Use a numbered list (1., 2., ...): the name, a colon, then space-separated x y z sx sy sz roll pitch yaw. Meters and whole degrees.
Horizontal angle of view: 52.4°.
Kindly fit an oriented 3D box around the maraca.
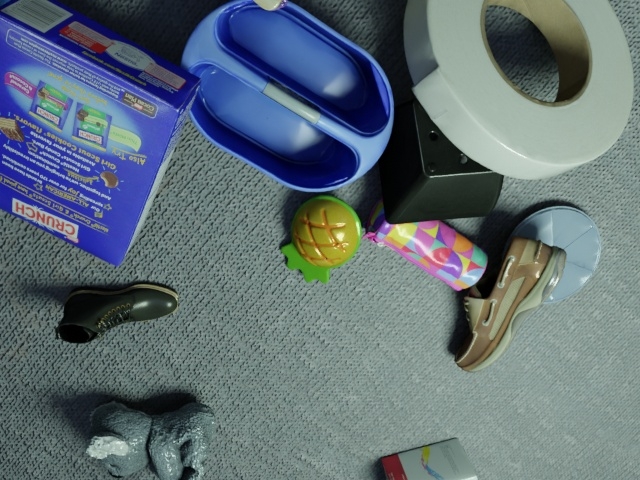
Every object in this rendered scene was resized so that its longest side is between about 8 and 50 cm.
1. maraca: 0.000 0.000 1.155 0.127 0.099 0.186 38 125 7

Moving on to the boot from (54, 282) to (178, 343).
1. boot: -0.352 0.137 1.135 0.197 0.137 0.077 -5 111 -7

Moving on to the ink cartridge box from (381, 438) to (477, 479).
1. ink cartridge box: 0.235 0.522 1.363 0.176 0.127 0.128 -15 111 -3

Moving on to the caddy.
1. caddy: -0.051 -0.227 1.017 0.341 0.179 0.241 28 105 -17

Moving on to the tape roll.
1. tape roll: 0.306 -0.285 0.985 0.391 0.072 0.392 6 74 -23

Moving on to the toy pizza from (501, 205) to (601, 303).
1. toy pizza: 0.444 0.027 1.257 0.201 0.032 0.201 -3 110 -8

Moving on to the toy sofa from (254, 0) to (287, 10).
1. toy sofa: -0.162 -0.472 0.897 0.362 0.150 0.177 27 106 -6

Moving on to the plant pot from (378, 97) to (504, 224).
1. plant pot: 0.201 -0.143 1.050 0.187 0.167 0.188 -5 77 -6

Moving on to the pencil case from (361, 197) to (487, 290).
1. pencil case: 0.187 0.006 1.180 0.236 0.104 0.104 28 105 -16

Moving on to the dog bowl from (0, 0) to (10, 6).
1. dog bowl: -0.549 -0.304 0.977 0.297 0.074 0.166 -24 112 2

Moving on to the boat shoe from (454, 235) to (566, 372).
1. boat shoe: 0.329 0.116 1.221 0.116 0.123 0.324 29 123 5

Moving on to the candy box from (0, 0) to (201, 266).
1. candy box: -0.358 -0.153 0.962 0.268 0.122 0.317 27 126 -8

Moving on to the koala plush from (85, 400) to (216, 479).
1. koala plush: -0.327 0.376 1.212 0.221 0.196 0.203 22 95 -14
